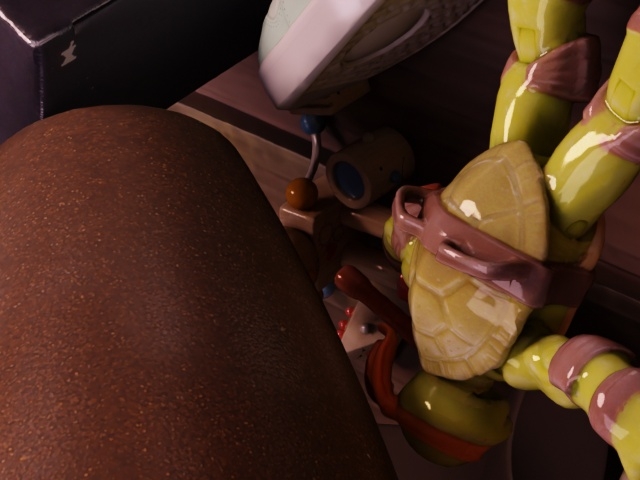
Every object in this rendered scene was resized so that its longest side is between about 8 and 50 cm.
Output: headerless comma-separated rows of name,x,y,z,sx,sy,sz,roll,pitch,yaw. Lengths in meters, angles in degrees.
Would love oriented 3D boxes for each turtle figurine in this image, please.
turtle figurine,0.067,-0.009,0.568,0.217,0.087,0.269,-69,23,13

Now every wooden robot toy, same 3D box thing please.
wooden robot toy,0.000,0.000,0.722,0.076,0.079,0.173,24,132,36

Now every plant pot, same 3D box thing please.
plant pot,-0.069,0.073,0.589,0.215,0.215,0.230,123,147,-50

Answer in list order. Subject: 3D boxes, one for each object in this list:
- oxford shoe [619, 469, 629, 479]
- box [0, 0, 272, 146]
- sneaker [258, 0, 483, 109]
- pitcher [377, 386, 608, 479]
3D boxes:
oxford shoe,0.208,0.206,0.594,0.123,0.130,0.348,-29,92,52
box,-0.110,-0.132,0.680,0.158,0.156,0.093,41,148,20
sneaker,0.014,-0.166,0.587,0.151,0.094,0.256,53,143,14
pitcher,0.024,0.154,0.678,0.207,0.178,0.125,-23,136,25
